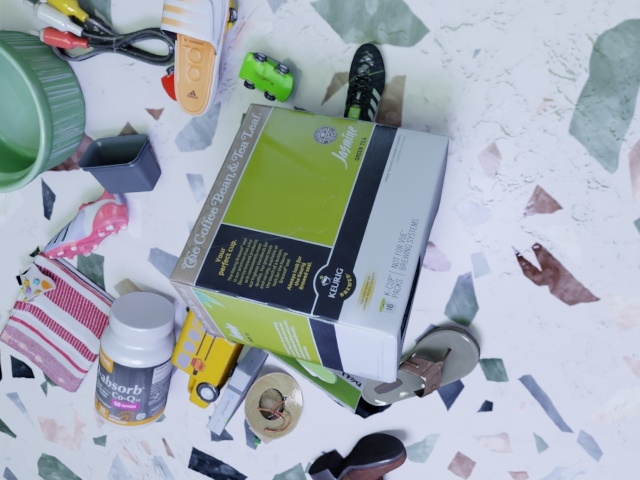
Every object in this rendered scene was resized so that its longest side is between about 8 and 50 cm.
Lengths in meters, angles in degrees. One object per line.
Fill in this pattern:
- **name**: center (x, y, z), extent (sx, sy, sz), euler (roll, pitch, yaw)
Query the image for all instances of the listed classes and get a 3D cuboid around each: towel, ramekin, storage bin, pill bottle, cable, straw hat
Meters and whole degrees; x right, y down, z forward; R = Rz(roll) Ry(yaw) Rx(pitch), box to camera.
- **towel**: center (-0.626, 0.201, 1.404), extent (0.237, 0.037, 0.329), euler (37, 119, -1)
- **ramekin**: center (-0.609, -0.256, 1.130), extent (0.303, 0.148, 0.303), euler (7, 114, 16)
- **storage bin**: center (-0.380, -0.146, 1.144), extent (0.135, 0.098, 0.091), euler (-1, 140, 18)
- **pill bottle**: center (-0.402, 0.262, 1.283), extent (0.162, 0.162, 0.278), euler (20, 118, 9)
- **cable**: center (-0.397, -0.357, 1.059), extent (0.287, 0.072, 0.139), euler (25, 124, 6)
- **straw hat**: center (-0.111, 0.355, 1.282), extent (0.144, 0.144, 0.061), euler (61, 158, -13)

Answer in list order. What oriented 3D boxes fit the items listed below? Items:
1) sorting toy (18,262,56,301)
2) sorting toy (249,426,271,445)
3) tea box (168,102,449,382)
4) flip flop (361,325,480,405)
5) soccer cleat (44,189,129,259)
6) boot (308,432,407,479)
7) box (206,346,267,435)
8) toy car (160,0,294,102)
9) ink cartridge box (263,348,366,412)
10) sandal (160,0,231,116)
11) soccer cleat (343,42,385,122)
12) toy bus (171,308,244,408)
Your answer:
- **sorting toy**: center (-0.654, 0.093, 1.328), extent (0.083, 0.045, 0.075), euler (-27, 85, 24)
- **sorting toy**: center (-0.135, 0.445, 1.361), extent (0.083, 0.012, 0.062), euler (-40, 101, 25)
- **tea box**: center (0.000, 0.000, 0.909), extent (0.323, 0.329, 0.220), euler (14, 153, 13)
- **flip flop**: center (0.186, 0.259, 1.133), extent (0.277, 0.080, 0.112), euler (-32, 100, 27)
- **soccer cleat**: center (-0.499, -0.030, 1.245), extent (0.248, 0.083, 0.095), euler (-23, 75, 31)
- **boot**: center (0.145, 0.568, 1.276), extent (0.264, 0.096, 0.280), euler (-34, 100, 27)
- **box**: center (-0.164, 0.296, 1.229), extent (0.038, 0.145, 0.186), euler (31, 118, 4)
- **toy car**: center (-0.141, -0.310, 1.006), extent (0.225, 0.053, 0.239), euler (31, 119, 3)
- **ink cartridge box**: center (-0.004, 0.206, 1.072), extent (0.188, 0.255, 0.097), euler (35, 119, 1)
- **sandal**: center (-0.207, -0.324, 0.945), extent (0.102, 0.076, 0.265), euler (13, 117, 12)
- **soccer cleat**: center (0.067, -0.228, 0.961), extent (0.060, 0.072, 0.179), euler (13, 116, 12)
- **toy bus**: center (-0.213, 0.190, 1.219), extent (0.130, 0.108, 0.333), euler (29, 119, 5)
